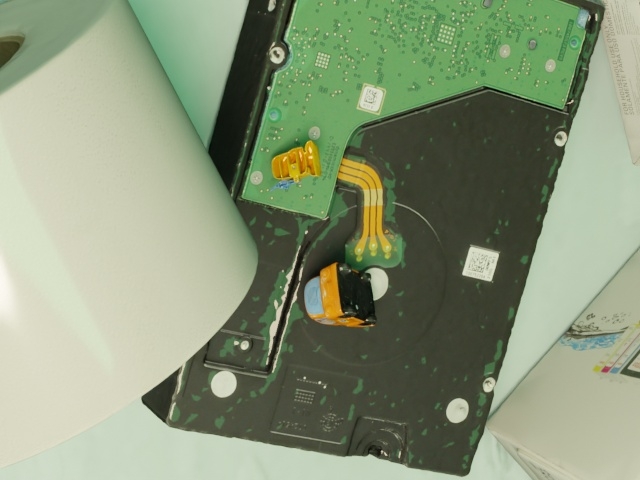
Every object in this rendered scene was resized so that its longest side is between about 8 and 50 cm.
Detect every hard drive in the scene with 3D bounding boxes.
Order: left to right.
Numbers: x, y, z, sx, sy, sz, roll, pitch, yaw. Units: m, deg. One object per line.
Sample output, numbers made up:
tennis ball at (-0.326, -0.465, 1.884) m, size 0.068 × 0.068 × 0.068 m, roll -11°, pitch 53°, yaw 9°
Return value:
hard drive at (0.036, -0.026, 1.055) m, size 0.237 × 0.064 × 0.339 m, roll 12°, pitch 96°, yaw -27°

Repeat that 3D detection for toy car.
toy car at (0.000, 0.000, 1.000) m, size 0.040 × 0.060 × 0.122 m, roll -14°, pitch 91°, yaw 22°

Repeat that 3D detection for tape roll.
tape roll at (-0.177, -0.010, 0.856) m, size 0.246 × 0.246 × 0.169 m, roll -33°, pitch 112°, yaw -16°

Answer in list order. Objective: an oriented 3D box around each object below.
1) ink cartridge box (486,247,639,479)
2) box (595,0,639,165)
ink cartridge box at (0.278, 0.124, 1.144) m, size 0.233 × 0.168 × 0.171 m, roll -48°, pitch 117°, yaw -10°
box at (0.333, -0.177, 1.128) m, size 0.290 × 0.087 × 0.169 m, roll -29°, pitch 112°, yaw -27°
